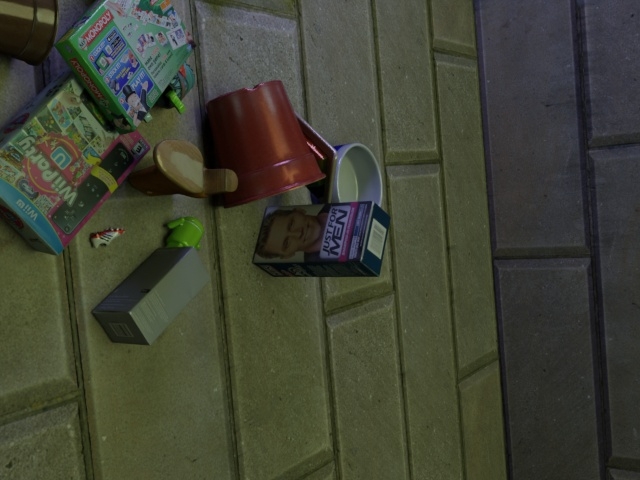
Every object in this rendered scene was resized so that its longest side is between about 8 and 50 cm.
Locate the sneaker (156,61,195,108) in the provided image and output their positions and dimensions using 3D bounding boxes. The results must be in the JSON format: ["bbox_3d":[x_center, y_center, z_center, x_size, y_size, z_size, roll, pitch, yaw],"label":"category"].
[{"bbox_3d":[-0.383,-0.402,1.691,0.262,0.104,0.125,50,52,-40],"label":"sneaker"}]

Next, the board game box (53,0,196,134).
[{"bbox_3d":[-0.381,-0.395,1.527,0.214,0.046,0.317,58,37,-34],"label":"board game box"}]

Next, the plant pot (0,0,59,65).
[{"bbox_3d":[-0.589,-0.413,1.363,0.165,0.166,0.167,1,88,-46],"label":"plant pot"}]

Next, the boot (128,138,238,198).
[{"bbox_3d":[-0.337,-0.141,1.638,0.295,0.211,0.104,19,71,-64],"label":"boot"}]

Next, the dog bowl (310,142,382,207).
[{"bbox_3d":[0.083,-0.165,2.336,0.264,0.104,0.265,4,85,-55],"label":"dog bowl"}]

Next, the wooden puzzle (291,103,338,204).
[{"bbox_3d":[-0.037,-0.217,2.025,0.044,0.239,0.221,-25,148,-23],"label":"wooden puzzle"}]

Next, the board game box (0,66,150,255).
[{"bbox_3d":[-0.506,-0.157,1.471,0.303,0.097,0.224,-56,132,-26],"label":"board game box"}]

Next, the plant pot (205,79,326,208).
[{"bbox_3d":[-0.154,-0.246,1.893,0.272,0.272,0.265,-27,102,-52],"label":"plant pot"}]

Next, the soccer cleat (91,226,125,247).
[{"bbox_3d":[-0.458,-0.006,1.629,0.083,0.029,0.036,-20,114,-50],"label":"soccer cleat"}]

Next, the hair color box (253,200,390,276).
[{"bbox_3d":[0.000,0.000,1.997,0.105,0.347,0.174,38,58,-48],"label":"hair color box"}]

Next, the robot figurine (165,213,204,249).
[{"bbox_3d":[-0.320,-0.009,1.788,0.115,0.067,0.101,-62,141,-35],"label":"robot figurine"}]

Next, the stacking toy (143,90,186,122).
[{"bbox_3d":[-0.408,-0.309,1.633,0.167,0.052,0.221,-46,130,-12],"label":"stacking toy"}]

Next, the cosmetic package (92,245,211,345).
[{"bbox_3d":[-0.366,0.118,1.666,0.238,0.127,0.107,-56,131,-42],"label":"cosmetic package"}]
